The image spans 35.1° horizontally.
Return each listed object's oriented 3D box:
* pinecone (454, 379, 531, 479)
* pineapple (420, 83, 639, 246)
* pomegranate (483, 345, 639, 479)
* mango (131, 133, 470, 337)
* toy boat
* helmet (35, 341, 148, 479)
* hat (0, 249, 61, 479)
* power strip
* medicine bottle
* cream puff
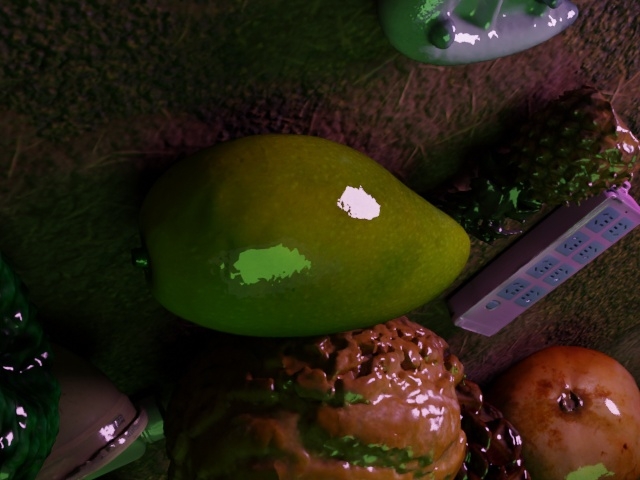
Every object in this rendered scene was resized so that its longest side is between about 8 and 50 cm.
[{"bbox_3d":[0.151,0.316,1.357,0.242,0.298,0.296,-19,160,-5],"label":"pinecone"},{"bbox_3d":[0.204,-0.055,1.045,0.251,0.125,0.125,-32,147,19],"label":"pineapple"},{"bbox_3d":[0.365,0.287,1.516,0.252,0.229,0.270,-26,153,0],"label":"pomegranate"},{"bbox_3d":[0.000,0.000,0.925,0.343,0.156,0.192,4,134,-36],"label":"mango"},{"bbox_3d":[0.145,-0.199,0.833,0.207,0.079,0.134,-12,147,-24],"label":"toy boat"},{"bbox_3d":[-0.304,0.172,0.976,0.257,0.137,0.204,-25,-171,25],"label":"helmet"},{"bbox_3d":[-0.388,0.120,0.773,0.332,0.242,0.274,-16,134,7],"label":"hat"},{"bbox_3d":[0.278,0.025,1.267,0.279,0.037,0.109,-42,145,21],"label":"power strip"},{"bbox_3d":[-0.234,0.222,1.162,0.118,0.055,0.074,-23,146,-3],"label":"medicine bottle"},{"bbox_3d":[-0.008,0.186,1.106,0.327,0.231,0.343,-3,163,-18],"label":"cream puff"}]
